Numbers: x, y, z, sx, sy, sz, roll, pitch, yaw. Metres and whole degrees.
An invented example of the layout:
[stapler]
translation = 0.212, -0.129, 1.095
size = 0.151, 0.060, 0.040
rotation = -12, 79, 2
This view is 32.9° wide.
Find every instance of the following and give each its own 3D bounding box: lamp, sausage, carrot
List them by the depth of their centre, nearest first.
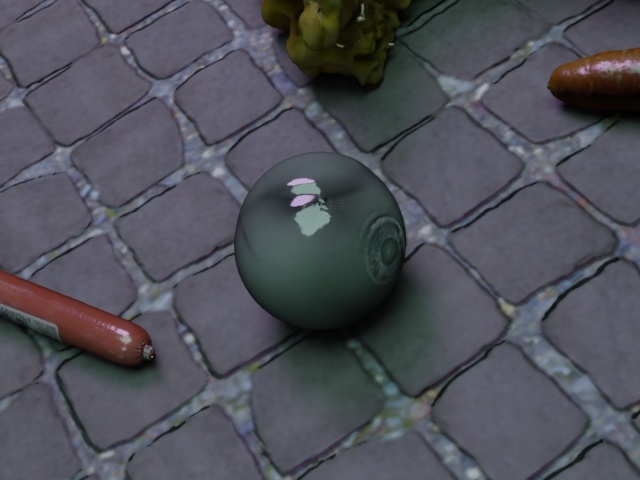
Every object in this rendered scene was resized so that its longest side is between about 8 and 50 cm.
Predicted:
[lamp]
translation = 0.000, 0.000, 0.642
size = 0.105, 0.105, 0.105
rotation = -8, 54, 11
[carrot]
translation = 0.214, -0.103, 0.689
size = 0.139, 0.048, 0.048
rotation = 5, 57, 21
[sausage]
translation = -0.197, 0.041, 0.717
size = 0.223, 0.029, 0.029
rotation = 18, 62, 26

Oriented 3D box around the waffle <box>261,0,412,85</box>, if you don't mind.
[waffle]
translation = 0.094, -0.253, 0.772
size = 0.324, 0.151, 0.261
rotation = -16, 56, 3
